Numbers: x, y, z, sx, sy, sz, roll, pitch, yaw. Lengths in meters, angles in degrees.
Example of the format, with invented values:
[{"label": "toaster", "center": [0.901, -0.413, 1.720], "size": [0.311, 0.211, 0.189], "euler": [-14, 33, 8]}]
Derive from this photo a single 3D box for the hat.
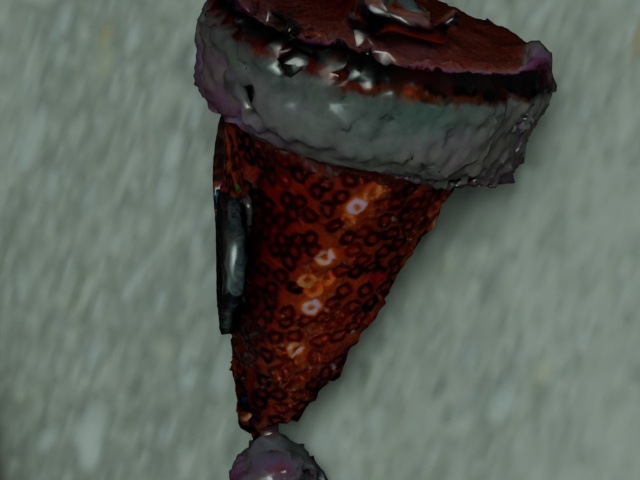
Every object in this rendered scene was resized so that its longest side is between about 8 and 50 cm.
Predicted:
[{"label": "hat", "center": [-0.004, -0.001, 0.578], "size": [0.140, 0.129, 0.227], "euler": [45, 125, 54]}]
